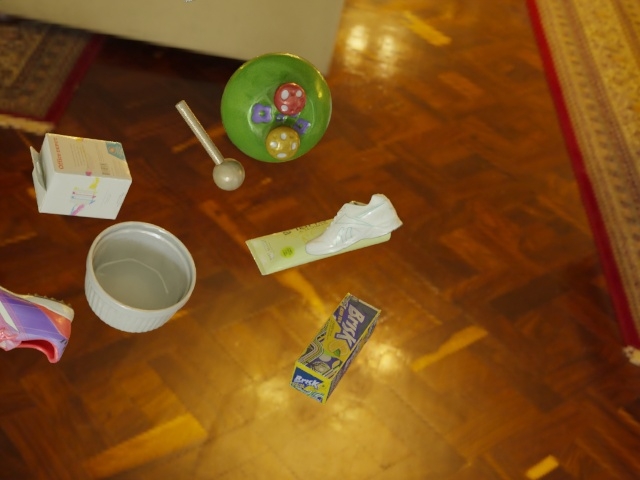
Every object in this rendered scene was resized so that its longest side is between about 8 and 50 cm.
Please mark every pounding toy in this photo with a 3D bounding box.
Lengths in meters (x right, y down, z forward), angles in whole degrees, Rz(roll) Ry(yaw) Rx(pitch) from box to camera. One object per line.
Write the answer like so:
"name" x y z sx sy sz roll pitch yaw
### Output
"pounding toy" -0.084 -0.184 1.555 0.236 0.183 0.110 -28 27 -1

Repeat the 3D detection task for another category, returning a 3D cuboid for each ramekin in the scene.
"ramekin" -0.351 0.078 1.878 0.207 0.109 0.207 14 50 -17

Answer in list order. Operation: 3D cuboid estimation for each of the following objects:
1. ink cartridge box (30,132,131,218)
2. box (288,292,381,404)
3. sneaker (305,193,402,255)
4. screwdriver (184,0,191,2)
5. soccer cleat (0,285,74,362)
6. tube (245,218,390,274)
"ink cartridge box" -0.385 -0.101 1.545 0.143 0.090 0.092 5 44 -31
"box" 0.022 0.149 1.383 0.059 0.054 0.169 27 40 12
"sneaker" 0.041 -0.022 1.390 0.152 0.061 0.053 -22 5 26
"screwdriver" -0.105 -0.351 1.338 0.169 0.025 0.024 -9 9 4
"soccer cleat" -0.627 0.147 1.887 0.318 0.108 0.117 21 62 -36
"tube" 0.000 0.000 1.671 0.240 0.062 0.070 -15 1 -14
